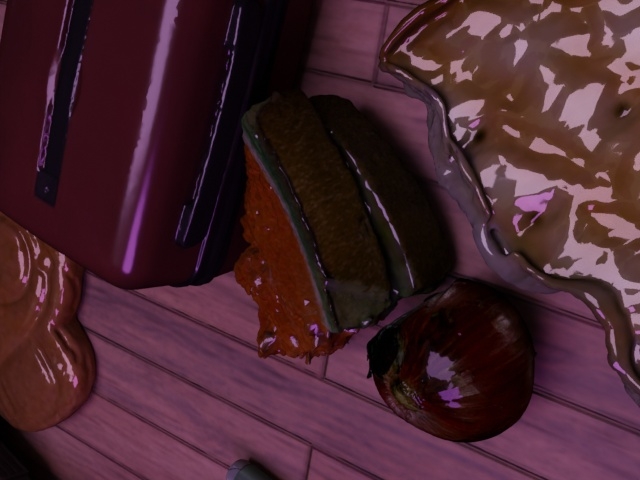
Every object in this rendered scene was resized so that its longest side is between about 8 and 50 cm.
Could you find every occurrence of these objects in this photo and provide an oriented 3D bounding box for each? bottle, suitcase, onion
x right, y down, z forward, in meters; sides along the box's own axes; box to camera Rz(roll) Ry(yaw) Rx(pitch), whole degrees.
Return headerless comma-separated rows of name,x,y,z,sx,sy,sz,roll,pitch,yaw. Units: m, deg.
bottle,-0.047,0.226,0.794,0.083,0.030,0.030,32,114,30
suitcase,-0.145,-0.125,0.737,0.236,0.161,0.297,27,111,30
onion,0.096,0.086,0.625,0.119,0.118,0.117,61,159,13

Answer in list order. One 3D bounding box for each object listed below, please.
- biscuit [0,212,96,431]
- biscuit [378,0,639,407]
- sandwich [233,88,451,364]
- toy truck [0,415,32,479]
biscuit,-0.364,0.032,0.993,0.269,0.051,0.376,-40,72,32
biscuit,0.195,-0.037,0.552,0.329,0.078,0.335,-3,95,34
sandwich,-0.003,-0.009,0.692,0.160,0.109,0.185,-35,76,55
toy truck,-0.417,0.297,0.950,0.405,0.254,0.181,36,112,24
